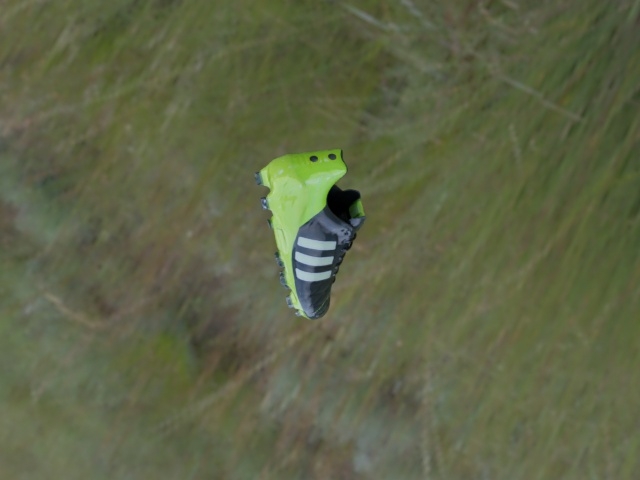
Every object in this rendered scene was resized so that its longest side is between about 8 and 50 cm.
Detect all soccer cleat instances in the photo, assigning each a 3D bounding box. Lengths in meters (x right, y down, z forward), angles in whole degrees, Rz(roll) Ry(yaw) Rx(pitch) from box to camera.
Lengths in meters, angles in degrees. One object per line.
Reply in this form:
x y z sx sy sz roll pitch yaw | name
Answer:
0.000 0.000 1.083 0.072 0.060 0.179 -14 143 -2 | soccer cleat
